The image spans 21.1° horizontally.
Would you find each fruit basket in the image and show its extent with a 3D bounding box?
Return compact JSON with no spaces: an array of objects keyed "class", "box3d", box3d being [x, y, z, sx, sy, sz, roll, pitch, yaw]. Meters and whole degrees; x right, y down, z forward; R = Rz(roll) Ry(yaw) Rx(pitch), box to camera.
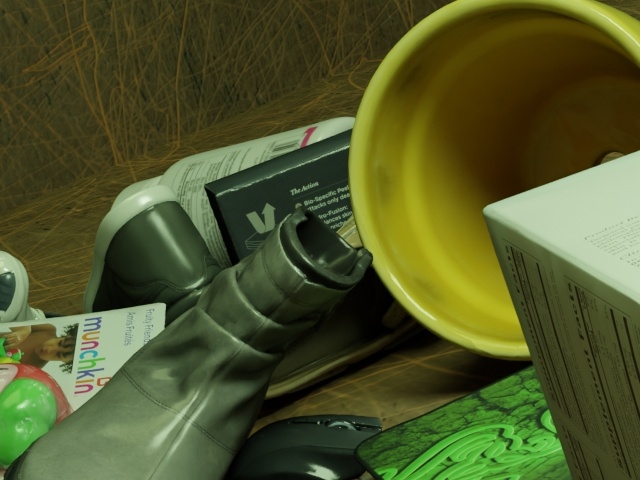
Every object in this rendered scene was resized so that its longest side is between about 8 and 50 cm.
[{"class":"fruit basket","box3d":[-0.296,0.135,1.284,0.353,0.165,0.327,-11,27,4]}]

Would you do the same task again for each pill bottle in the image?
[{"class":"pill bottle","box3d":[-0.065,-0.018,1.701,0.283,0.160,0.160,-11,14,37]}]

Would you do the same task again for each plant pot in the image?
[{"class":"plant pot","box3d":[0.183,-0.051,1.265,0.254,0.254,0.239,-14,-3,28]}]

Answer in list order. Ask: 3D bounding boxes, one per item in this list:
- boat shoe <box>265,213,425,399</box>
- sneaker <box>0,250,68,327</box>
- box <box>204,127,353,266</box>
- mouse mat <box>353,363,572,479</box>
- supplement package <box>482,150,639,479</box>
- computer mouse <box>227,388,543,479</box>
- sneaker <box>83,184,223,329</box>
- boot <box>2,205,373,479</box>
[{"class":"boat shoe","box3d":[0.060,0.030,1.392,0.341,0.122,0.110,-34,18,-14]},{"class":"sneaker","box3d":[-0.255,0.084,1.549,0.153,0.235,0.094,-14,50,-32]},{"class":"box","box3d":[0.000,0.000,1.503,0.156,0.158,0.093,-21,11,-8]},{"class":"mouse mat","box3d":[0.127,0.116,1.044,0.189,0.007,0.152,-24,22,-15]},{"class":"supplement package","box3d":[0.215,0.060,0.714,0.199,0.198,0.263,-20,11,-5]},{"class":"computer mouse","box3d":[0.047,0.122,1.135,0.242,0.041,0.071,-17,11,13]},{"class":"sneaker","box3d":[-0.136,0.078,1.553,0.104,0.147,0.296,-27,-19,-17]},{"class":"boot","box3d":[-0.072,0.085,1.084,0.223,0.118,0.338,-47,9,15]}]
